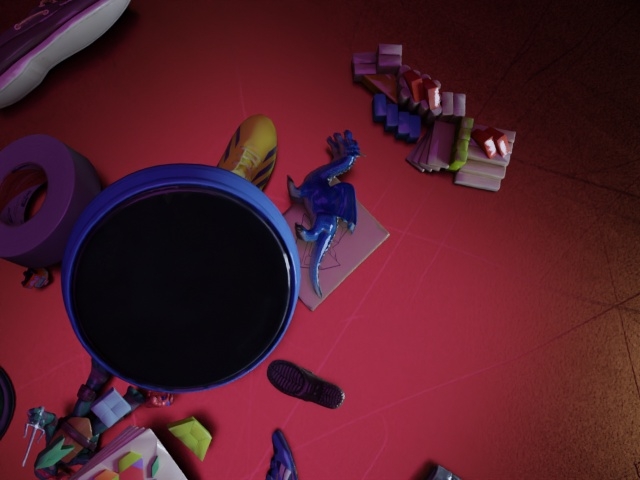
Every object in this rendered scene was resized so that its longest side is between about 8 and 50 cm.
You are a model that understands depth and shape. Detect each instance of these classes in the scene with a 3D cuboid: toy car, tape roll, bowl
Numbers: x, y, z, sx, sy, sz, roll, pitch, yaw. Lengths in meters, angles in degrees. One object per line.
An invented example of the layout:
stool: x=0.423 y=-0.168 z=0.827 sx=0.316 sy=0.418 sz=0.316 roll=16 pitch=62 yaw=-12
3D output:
toy car: x=-0.474 y=0.032 z=1.296 sx=0.040 sy=0.060 sz=0.122 roll=35 pitch=88 yaw=-29
tape roll: x=-0.483 y=-0.066 z=1.255 sx=0.219 sy=0.072 sz=0.219 roll=-8 pitch=68 yaw=20
bowl: x=-0.221 y=0.071 z=1.207 sx=0.390 sy=0.077 sz=0.391 roll=-3 pitch=108 yaw=-10

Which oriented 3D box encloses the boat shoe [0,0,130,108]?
boat shoe: x=-0.487 y=-0.371 z=1.323 sx=0.324 sy=0.116 sz=0.097 roll=-39 pitch=89 yaw=-2

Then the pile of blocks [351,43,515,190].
pile of blocks: x=0.194 y=-0.222 z=1.333 sx=0.362 sy=0.112 sz=0.149 roll=36 pitch=82 yaw=3

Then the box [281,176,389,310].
box: x=0.000 y=0.000 z=1.339 sx=0.201 sy=0.021 sz=0.164 roll=-43 pitch=86 yaw=-8

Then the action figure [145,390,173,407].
action figure: x=-0.271 y=0.266 z=1.239 sx=0.038 sy=0.115 sz=0.030 roll=1 pitch=81 yaw=-3

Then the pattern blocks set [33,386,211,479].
pattern blocks set: x=-0.295 y=0.400 z=1.187 sx=0.285 sy=0.026 sz=0.325 roll=-49 pitch=116 yaw=-8

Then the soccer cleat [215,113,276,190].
soccer cleat: x=-0.156 y=-0.096 z=1.293 sx=0.093 sy=0.121 sz=0.289 roll=29 pitch=82 yaw=1

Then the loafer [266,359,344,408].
loafer: x=-0.026 y=0.254 z=1.289 sx=0.148 sy=0.050 sz=0.056 roll=25 pitch=78 yaw=17

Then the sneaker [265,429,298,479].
sneaker: x=-0.069 y=0.398 z=1.263 sx=0.059 sy=0.053 sz=0.144 roll=-12 pitch=82 yaw=-2

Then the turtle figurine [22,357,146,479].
turtle figurine: x=-0.407 y=0.322 z=1.224 sx=0.175 sy=0.118 sz=0.234 roll=43 pitch=71 yaw=-17

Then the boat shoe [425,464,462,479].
boat shoe: x=0.131 y=0.525 z=1.235 sx=0.119 sy=0.121 sz=0.335 roll=39 pitch=71 yaw=11

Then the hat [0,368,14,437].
hat: x=-0.619 y=0.286 z=1.185 sx=0.173 sy=0.183 sz=0.209 roll=31 pitch=82 yaw=1

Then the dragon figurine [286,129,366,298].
dragon figurine: x=0.023 y=-0.054 z=1.292 sx=0.144 sy=0.085 sz=0.289 roll=-10 pitch=80 yaw=-4
